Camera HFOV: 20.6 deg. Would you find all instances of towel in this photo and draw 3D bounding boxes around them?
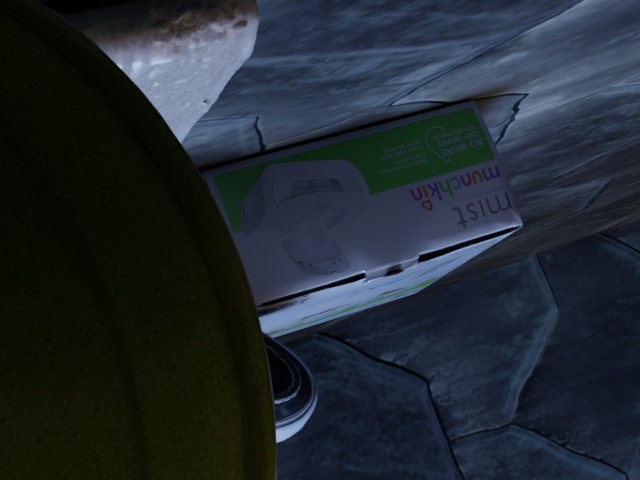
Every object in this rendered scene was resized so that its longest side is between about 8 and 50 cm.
[{"bbox_3d":[-0.161,-0.062,1.011,0.187,0.049,0.282,-17,169,-26],"label":"towel"}]

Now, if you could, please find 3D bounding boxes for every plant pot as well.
[{"bbox_3d":[-0.257,0.090,0.563,0.366,0.366,0.353,-24,177,27],"label":"plant pot"}]

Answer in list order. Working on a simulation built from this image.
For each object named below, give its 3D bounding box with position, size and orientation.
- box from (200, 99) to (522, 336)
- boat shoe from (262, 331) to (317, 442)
[{"bbox_3d":[0.000,0.000,1.519,0.262,0.126,0.231,-16,170,-24],"label":"box"},{"bbox_3d":[-0.129,0.061,1.322,0.301,0.108,0.102,26,142,-12],"label":"boat shoe"}]
